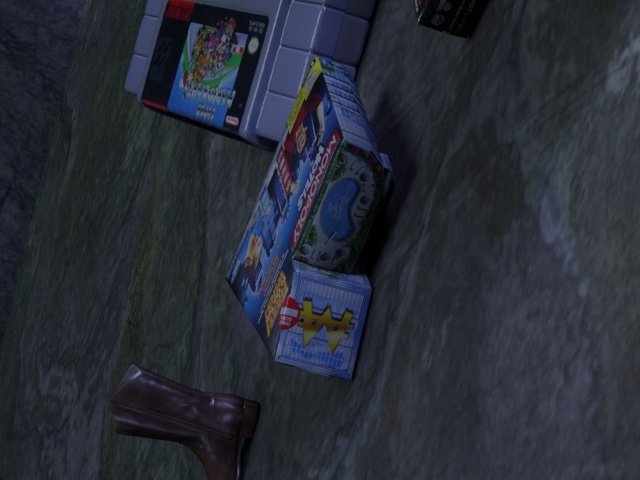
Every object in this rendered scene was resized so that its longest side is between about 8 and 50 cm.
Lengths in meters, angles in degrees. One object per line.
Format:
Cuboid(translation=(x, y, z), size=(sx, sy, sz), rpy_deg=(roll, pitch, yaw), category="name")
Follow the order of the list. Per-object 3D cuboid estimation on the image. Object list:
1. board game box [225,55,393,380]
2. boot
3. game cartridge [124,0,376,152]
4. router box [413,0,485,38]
Cuboid(translation=(0.000, 0.000, 1.343), size=(0.194, 0.060, 0.194), rpy_deg=(-106, 35, -60), category="board game box")
Cuboid(translation=(-0.115, 0.157, 1.486), size=(0.037, 0.114, 0.106), rpy_deg=(-174, 99, -74), category="boot")
Cuboid(translation=(-0.060, -0.201, 1.611), size=(0.355, 0.068, 0.230), rpy_deg=(22, 93, 61), category="game cartridge")
Cuboid(translation=(0.091, -0.204, 1.260), size=(0.122, 0.038, 0.092), rpy_deg=(-95, 26, -52), category="router box")
